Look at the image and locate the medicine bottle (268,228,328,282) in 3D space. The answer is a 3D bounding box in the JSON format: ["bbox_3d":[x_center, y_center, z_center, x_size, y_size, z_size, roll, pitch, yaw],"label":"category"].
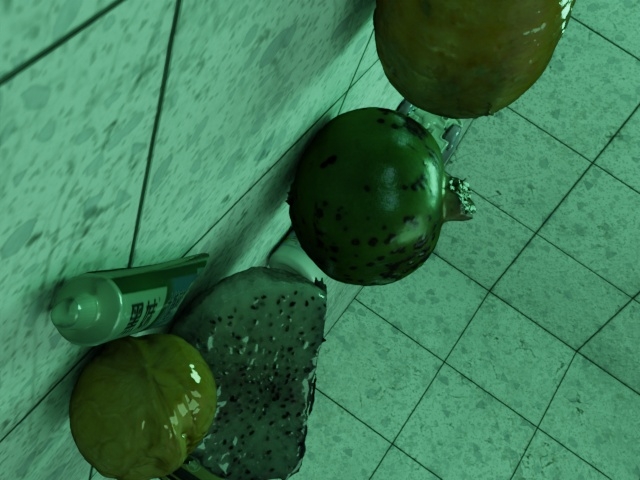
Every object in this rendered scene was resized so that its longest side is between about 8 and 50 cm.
[{"bbox_3d":[0.000,0.000,1.594,0.186,0.103,0.103,-51,172,-27],"label":"medicine bottle"}]

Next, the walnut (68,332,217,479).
[{"bbox_3d":[-0.192,0.179,0.986,0.159,0.159,0.206,-51,173,-30],"label":"walnut"}]

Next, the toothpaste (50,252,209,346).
[{"bbox_3d":[-0.177,0.058,0.891,0.098,0.061,0.392,-58,174,3],"label":"toothpaste"}]

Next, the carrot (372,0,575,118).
[{"bbox_3d":[0.177,-0.292,1.005,0.224,0.224,0.340,-51,165,-28],"label":"carrot"}]

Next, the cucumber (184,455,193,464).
[{"bbox_3d":[-0.166,0.231,1.479,0.145,0.105,0.325,-4,133,-38],"label":"cucumber"}]

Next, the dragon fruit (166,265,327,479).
[{"bbox_3d":[-0.123,0.166,1.256,0.221,0.204,0.283,-139,-121,-70],"label":"dragon fruit"}]

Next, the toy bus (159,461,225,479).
[{"bbox_3d":[-0.213,0.403,1.794,0.202,0.177,0.365,-58,176,-4],"label":"toy bus"}]

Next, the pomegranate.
[{"bbox_3d":[0.085,-0.062,1.290,0.254,0.271,0.254,-3,90,-83],"label":"pomegranate"}]

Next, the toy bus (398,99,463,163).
[{"bbox_3d":[0.180,-0.175,1.808,0.202,0.142,0.142,-51,171,-35],"label":"toy bus"}]
